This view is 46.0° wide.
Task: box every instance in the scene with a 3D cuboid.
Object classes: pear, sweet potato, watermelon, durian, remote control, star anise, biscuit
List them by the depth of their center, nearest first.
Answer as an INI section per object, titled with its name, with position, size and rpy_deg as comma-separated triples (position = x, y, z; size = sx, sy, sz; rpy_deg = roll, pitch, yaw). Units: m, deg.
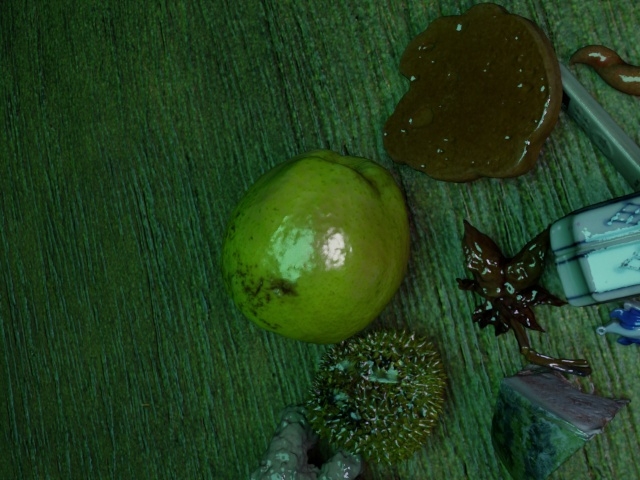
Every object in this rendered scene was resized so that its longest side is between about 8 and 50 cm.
[sweet potato]
position = 0.533, -0.291, 1.320
size = 0.202, 0.058, 0.055
rpy_deg = 35, 127, 24
[watermelon]
position = 0.408, 0.331, 1.322
size = 0.193, 0.310, 0.232
rpy_deg = 22, 63, 28
[remote control]
position = 0.496, -0.195, 1.325
size = 0.038, 0.090, 0.310
rpy_deg = -36, 73, 4
[star anise]
position = 0.369, 0.105, 1.365
size = 0.237, 0.148, 0.346
rpy_deg = -44, 60, 25
[biscuit]
position = 0.272, -0.263, 1.429
size = 0.381, 0.074, 0.359
rpy_deg = -26, 67, 44
[pear]
position = 0.000, 0.000, 1.459
size = 0.391, 0.391, 0.391
rpy_deg = 0, 90, 30
[durian]
position = 0.113, 0.311, 1.481
size = 0.291, 0.225, 0.291
rpy_deg = -5, 60, 8

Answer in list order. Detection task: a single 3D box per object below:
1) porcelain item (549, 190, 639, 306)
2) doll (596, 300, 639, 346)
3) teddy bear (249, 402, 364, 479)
[porcelain item]
position = 0.527, 0.004, 1.193
size = 0.281, 0.285, 0.157
rpy_deg = -16, 80, 31
[doll]
position = 0.574, 0.138, 1.293
size = 0.195, 0.070, 0.096
rpy_deg = -15, 114, 26
[teddy bear]
position = 0.007, 0.574, 1.571
size = 0.367, 0.224, 0.358
rpy_deg = 25, 101, 12
